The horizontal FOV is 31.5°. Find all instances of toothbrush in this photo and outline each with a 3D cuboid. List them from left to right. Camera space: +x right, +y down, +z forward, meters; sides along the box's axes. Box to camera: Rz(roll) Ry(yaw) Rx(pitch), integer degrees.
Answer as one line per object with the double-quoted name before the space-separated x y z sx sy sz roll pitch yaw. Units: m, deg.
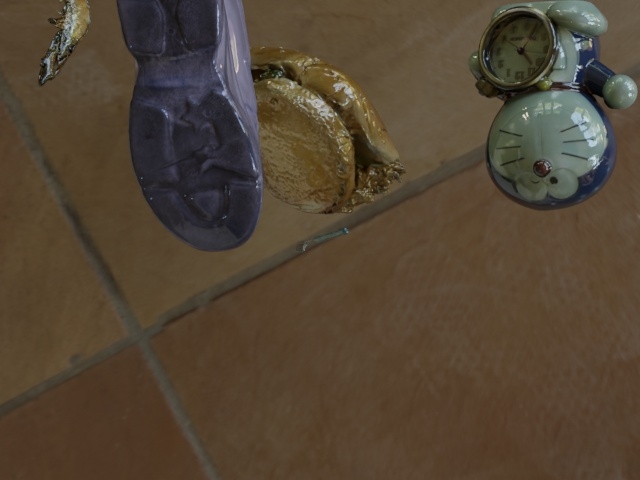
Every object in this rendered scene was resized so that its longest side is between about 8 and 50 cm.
"toothbrush" 0.000 0.000 1.528 0.011 0.167 0.014 22 75 -19

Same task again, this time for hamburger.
"hamburger" -0.016 -0.151 1.559 0.286 0.243 0.146 38 67 6

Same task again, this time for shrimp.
"shrimp" -0.452 -0.360 1.871 0.035 0.148 0.195 1 55 31

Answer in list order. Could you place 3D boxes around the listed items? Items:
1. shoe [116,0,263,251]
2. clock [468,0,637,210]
"shoe" -0.091 -0.117 0.869 0.095 0.137 0.245 -6 105 10
"clock" 0.277 -0.157 1.348 0.199 0.146 0.244 0 86 29
